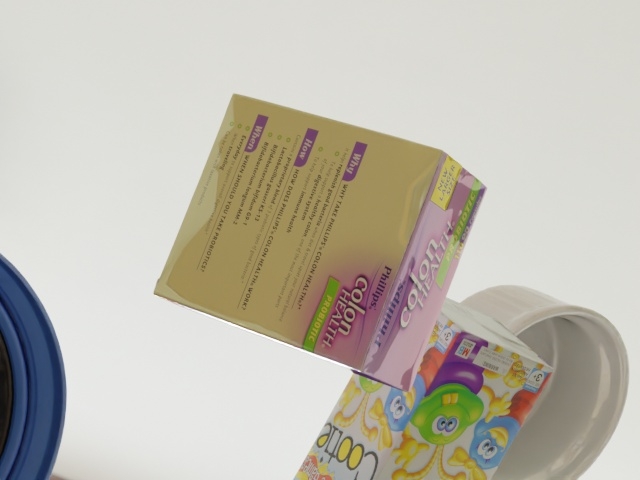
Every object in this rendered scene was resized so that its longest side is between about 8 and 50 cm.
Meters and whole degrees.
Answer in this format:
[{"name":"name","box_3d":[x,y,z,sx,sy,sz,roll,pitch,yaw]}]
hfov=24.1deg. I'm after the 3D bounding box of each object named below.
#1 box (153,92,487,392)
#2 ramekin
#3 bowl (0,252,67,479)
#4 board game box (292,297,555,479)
[{"name":"box","box_3d":[0.000,0.000,1.430,0.243,0.213,0.117,17,-7,31]},{"name":"ramekin","box_3d":[0.250,0.191,1.937,0.135,0.277,0.277,32,-14,52]},{"name":"bowl","box_3d":[-0.443,0.168,1.500,0.391,0.391,0.077,43,-24,-31]},{"name":"board game box","box_3d":[0.110,0.210,1.670,0.144,0.275,0.142,23,11,-30]}]
